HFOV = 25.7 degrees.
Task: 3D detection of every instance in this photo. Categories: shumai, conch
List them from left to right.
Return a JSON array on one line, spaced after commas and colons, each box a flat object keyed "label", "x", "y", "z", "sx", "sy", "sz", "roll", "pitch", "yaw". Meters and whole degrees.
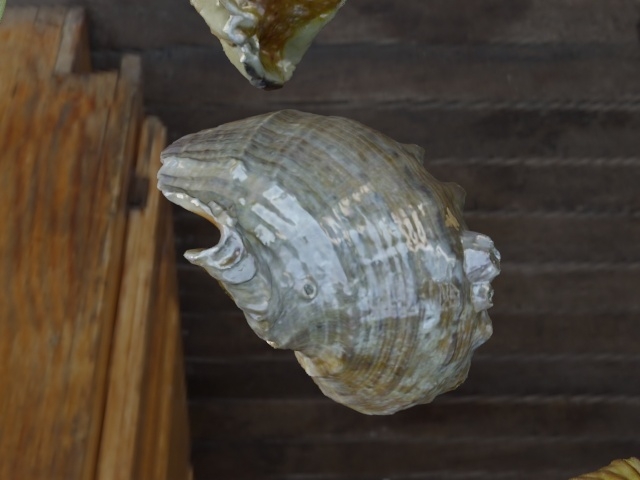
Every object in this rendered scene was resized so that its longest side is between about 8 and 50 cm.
[{"label": "shumai", "x": -0.102, "y": -0.273, "z": 1.311, "sx": 0.314, "sy": 0.262, "sz": 0.267, "roll": 9, "pitch": 143, "yaw": -11}, {"label": "conch", "x": 0.014, "y": -0.011, "z": 1.208, "sx": 0.210, "sy": 0.297, "sz": 0.352, "roll": -40, "pitch": 148, "yaw": 1}]

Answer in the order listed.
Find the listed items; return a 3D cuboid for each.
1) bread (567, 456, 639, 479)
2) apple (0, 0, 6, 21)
[{"label": "bread", "x": 0.266, "y": 0.325, "z": 1.467, "sx": 0.222, "sy": 0.096, "sz": 0.181, "roll": -7, "pitch": 133, "yaw": -41}, {"label": "apple", "x": -0.296, "y": -0.191, "z": 0.677, "sx": 0.320, "sy": 0.311, "sz": 0.360, "roll": 7, "pitch": 85, "yaw": -18}]
